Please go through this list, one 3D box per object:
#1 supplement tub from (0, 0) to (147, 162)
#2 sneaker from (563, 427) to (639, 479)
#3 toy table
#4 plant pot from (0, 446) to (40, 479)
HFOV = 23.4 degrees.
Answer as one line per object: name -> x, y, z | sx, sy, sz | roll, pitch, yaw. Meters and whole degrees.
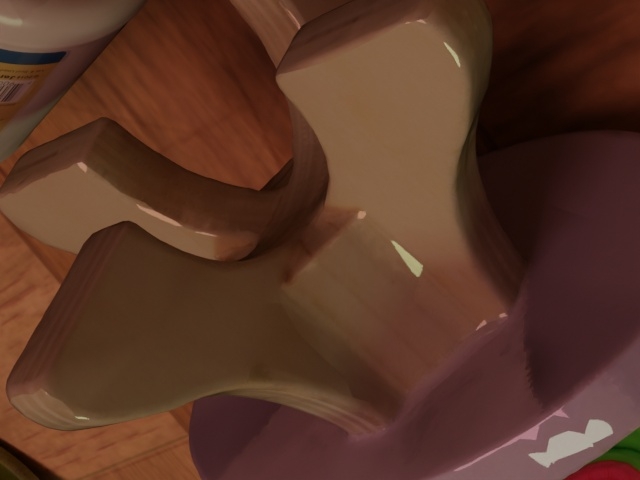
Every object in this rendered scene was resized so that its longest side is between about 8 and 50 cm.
supplement tub -> -0.168, -0.110, 0.676 | 0.144, 0.144, 0.199 | 48, 140, -6
sneaker -> 0.157, 0.156, 0.647 | 0.483, 0.202, 0.185 | -52, 49, 38
toy table -> 0.000, 0.000, 0.579 | 0.274, 0.252, 0.161 | -27, 122, 38
plant pot -> -0.316, 0.363, 1.103 | 0.366, 0.366, 0.353 | 27, 150, 19
